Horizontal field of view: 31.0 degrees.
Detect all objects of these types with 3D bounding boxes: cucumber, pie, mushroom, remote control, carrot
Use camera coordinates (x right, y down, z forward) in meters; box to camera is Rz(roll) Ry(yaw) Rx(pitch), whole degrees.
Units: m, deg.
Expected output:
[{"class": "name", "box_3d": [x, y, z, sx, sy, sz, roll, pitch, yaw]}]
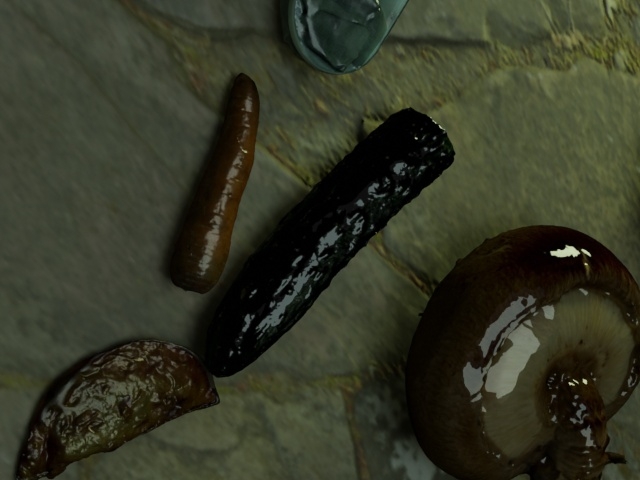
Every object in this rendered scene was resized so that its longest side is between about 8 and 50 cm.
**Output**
[{"class": "cucumber", "box_3d": [0.000, 0.000, 1.026, 0.303, 0.072, 0.081, -45, 122, -19]}, {"class": "pie", "box_3d": [-0.169, 0.133, 0.959, 0.191, 0.033, 0.088, -21, 107, -31]}, {"class": "mushroom", "box_3d": [0.208, 0.124, 1.154, 0.297, 0.163, 0.278, -11, 98, -34]}, {"class": "remote control", "box_3d": [0.047, -0.258, 1.017, 0.104, 0.052, 0.247, 38, 78, -34]}, {"class": "carrot", "box_3d": [-0.083, -0.048, 0.974, 0.047, 0.047, 0.191, 19, 88, -37]}]
